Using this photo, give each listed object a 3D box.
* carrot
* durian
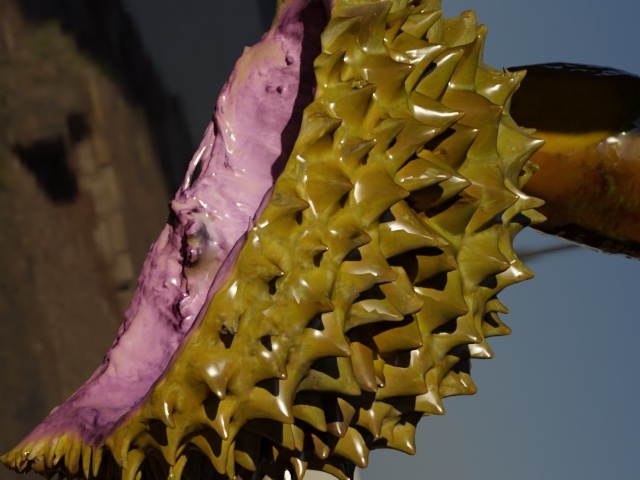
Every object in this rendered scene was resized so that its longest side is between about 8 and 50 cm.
[{"bbox_3d":[0.242,-0.027,1.182,0.114,0.302,0.114,-163,-90,-88],"label":"carrot"},{"bbox_3d":[0.013,0.003,0.815,0.154,0.186,0.260,7,-101,59],"label":"durian"}]
